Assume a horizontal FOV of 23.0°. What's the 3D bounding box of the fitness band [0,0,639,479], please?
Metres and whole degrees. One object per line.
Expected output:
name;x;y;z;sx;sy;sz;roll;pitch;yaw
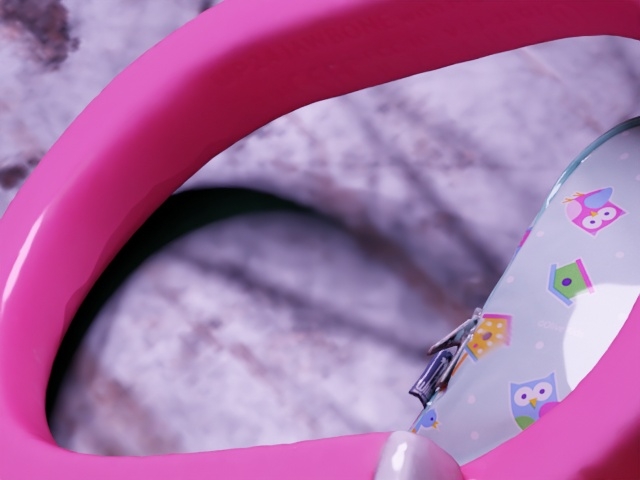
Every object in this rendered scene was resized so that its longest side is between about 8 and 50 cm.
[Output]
fitness band;0.000;0.000;0.454;0.291;0.054;0.209;-10;52;41

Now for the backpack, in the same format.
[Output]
backpack;0.102;0.054;0.456;0.152;0.115;0.182;23;62;21
